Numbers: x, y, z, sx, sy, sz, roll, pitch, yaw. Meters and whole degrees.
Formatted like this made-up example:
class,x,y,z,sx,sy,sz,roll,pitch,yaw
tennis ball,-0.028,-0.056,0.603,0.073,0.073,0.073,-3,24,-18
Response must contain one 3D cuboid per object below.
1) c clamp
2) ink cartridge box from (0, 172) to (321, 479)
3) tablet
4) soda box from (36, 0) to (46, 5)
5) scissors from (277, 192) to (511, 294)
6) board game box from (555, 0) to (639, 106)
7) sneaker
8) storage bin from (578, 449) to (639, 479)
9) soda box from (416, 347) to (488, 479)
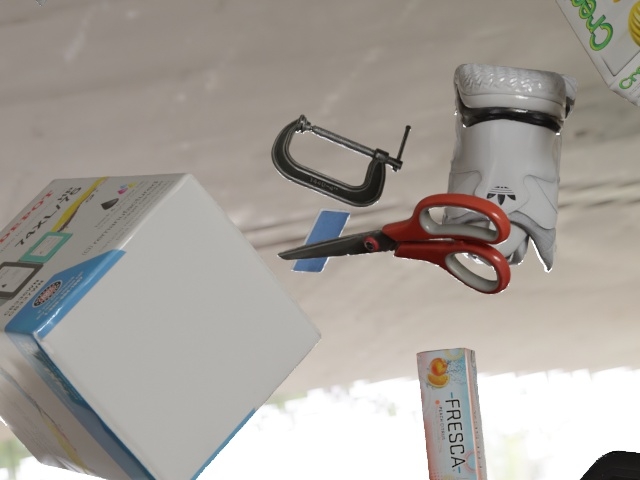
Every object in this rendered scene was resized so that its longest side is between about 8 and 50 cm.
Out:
class,x,y,z,sx,sy,sz,roll,pitch,yaw
c clamp,0.022,-0.101,2.274,0.160,0.137,0.022,18,-35,-11
ink cartridge box,-0.182,0.077,1.705,0.198,0.197,0.270,-48,24,-23
tablet,0.000,0.000,2.216,0.054,0.006,0.083,4,-61,-49
soda box,-0.295,-0.320,1.558,0.091,0.098,0.286,-42,-51,7
scissors,0.063,-0.009,1.904,0.297,0.109,0.021,9,40,37
board game box,0.305,-0.297,1.895,0.053,0.305,0.193,25,-61,-37
sneaker,0.198,-0.082,2.110,0.137,0.210,0.366,7,5,7
storage bin,0.317,0.313,2.081,0.122,0.084,0.180,0,36,49
soda box,0.146,0.211,2.125,0.058,0.183,0.063,-7,-8,14
